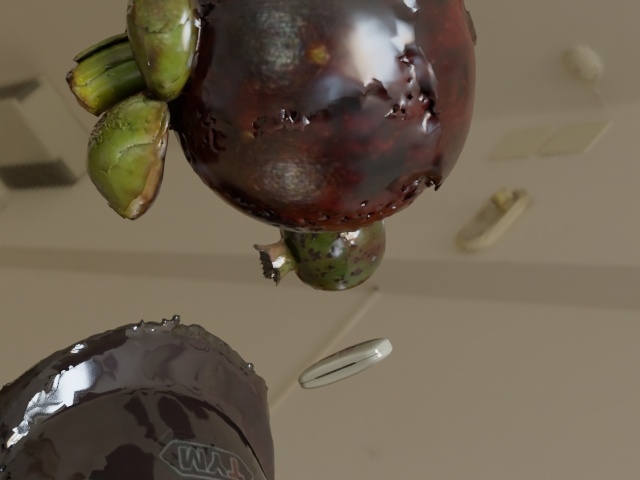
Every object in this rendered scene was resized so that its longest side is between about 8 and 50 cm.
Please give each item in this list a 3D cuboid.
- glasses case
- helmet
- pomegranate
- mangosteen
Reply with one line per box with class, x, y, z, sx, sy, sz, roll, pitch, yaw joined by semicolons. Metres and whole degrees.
glasses case;0.018;0.095;0.969;0.083;0.032;0.021;-25;-89;32
helmet;-0.123;0.210;0.704;0.225;0.305;0.177;19;25;-37
pomegranate;0.008;-0.002;1.294;0.130;0.130;0.130;34;-29;21
mangosteen;-0.022;-0.082;0.558;0.166;0.180;0.166;177;-90;-75
